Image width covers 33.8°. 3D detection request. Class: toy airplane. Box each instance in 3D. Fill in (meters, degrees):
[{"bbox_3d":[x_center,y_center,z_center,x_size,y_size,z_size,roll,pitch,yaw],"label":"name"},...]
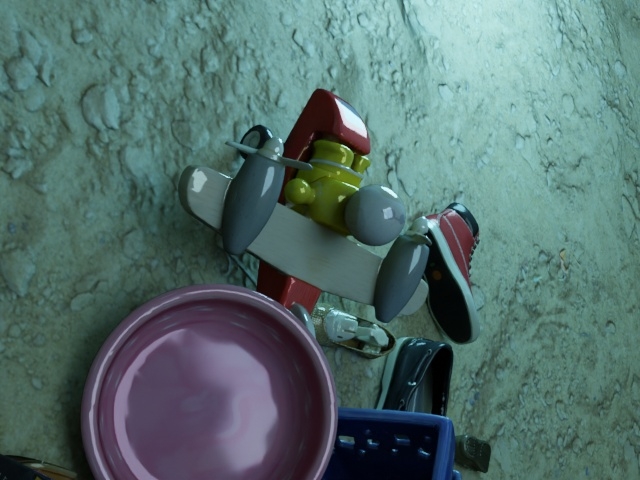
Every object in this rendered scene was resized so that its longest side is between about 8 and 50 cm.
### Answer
[{"bbox_3d":[0.000,0.000,1.510,0.386,0.272,0.384,-36,109,-46],"label":"toy airplane"}]

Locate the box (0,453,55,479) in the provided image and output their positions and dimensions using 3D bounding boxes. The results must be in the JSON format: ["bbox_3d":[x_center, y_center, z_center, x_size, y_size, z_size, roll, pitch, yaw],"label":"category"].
[{"bbox_3d":[-0.284,0.359,1.141,0.163,0.142,0.247,-62,146,-18],"label":"box"}]

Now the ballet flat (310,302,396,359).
[{"bbox_3d":[0.048,0.142,1.685,0.206,0.067,0.073,19,68,-44],"label":"ballet flat"}]

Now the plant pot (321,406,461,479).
[{"bbox_3d":[0.078,0.392,1.524,0.212,0.236,0.236,64,34,-52],"label":"plant pot"}]

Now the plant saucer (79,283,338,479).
[{"bbox_3d":[-0.145,0.223,1.359,0.332,0.084,0.332,3,81,-19],"label":"plant saucer"}]

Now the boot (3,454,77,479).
[{"bbox_3d":[-0.369,0.322,1.188,0.197,0.073,0.152,13,79,-47],"label":"boot"}]

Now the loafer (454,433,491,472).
[{"bbox_3d":[0.267,0.379,1.893,0.148,0.050,0.056,48,51,-51],"label":"loafer"}]

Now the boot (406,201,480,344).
[{"bbox_3d":[0.263,0.057,1.935,0.176,0.088,0.244,-25,97,-49],"label":"boot"}]

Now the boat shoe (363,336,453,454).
[{"bbox_3d":[0.160,0.318,1.735,0.127,0.113,0.340,39,55,-37],"label":"boat shoe"}]
